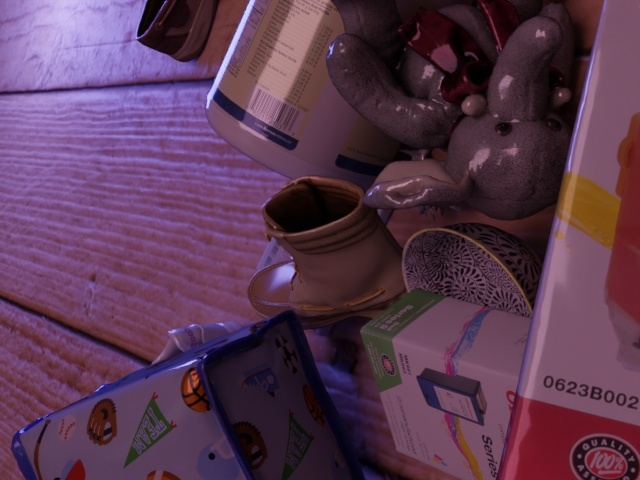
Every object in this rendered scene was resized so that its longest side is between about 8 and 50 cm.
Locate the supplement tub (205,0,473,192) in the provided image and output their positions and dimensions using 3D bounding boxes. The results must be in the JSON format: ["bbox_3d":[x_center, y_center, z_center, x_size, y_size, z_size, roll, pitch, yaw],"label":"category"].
[{"bbox_3d":[0.030,-0.239,1.053,0.235,0.235,0.324,44,114,46],"label":"supplement tub"}]

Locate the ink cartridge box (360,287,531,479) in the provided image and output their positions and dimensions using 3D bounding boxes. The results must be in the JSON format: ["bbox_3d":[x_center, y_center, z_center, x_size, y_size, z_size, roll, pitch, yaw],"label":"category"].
[{"bbox_3d":[0.154,0.147,0.864,0.212,0.093,0.154,12,126,49],"label":"ink cartridge box"}]

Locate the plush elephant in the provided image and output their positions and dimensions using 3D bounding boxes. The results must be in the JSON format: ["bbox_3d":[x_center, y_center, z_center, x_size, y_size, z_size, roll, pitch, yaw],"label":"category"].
[{"bbox_3d":[0.156,-0.131,0.862,0.255,0.272,0.330,-131,36,-58],"label":"plush elephant"}]

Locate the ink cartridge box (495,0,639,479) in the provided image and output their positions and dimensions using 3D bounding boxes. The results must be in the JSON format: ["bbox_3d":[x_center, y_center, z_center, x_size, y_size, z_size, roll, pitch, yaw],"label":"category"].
[{"bbox_3d":[0.294,0.034,0.631,0.279,0.160,0.384,12,89,15],"label":"ink cartridge box"}]

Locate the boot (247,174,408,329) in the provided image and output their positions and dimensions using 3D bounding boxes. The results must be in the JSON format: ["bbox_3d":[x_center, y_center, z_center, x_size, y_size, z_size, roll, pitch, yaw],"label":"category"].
[{"bbox_3d":[-0.015,0.017,1.027,0.262,0.203,0.095,-2,57,37],"label":"boot"}]

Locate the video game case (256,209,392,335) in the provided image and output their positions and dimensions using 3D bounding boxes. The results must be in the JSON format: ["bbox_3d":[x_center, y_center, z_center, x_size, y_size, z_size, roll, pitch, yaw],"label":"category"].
[{"bbox_3d":[0.000,0.000,1.193,0.173,0.022,0.190,43,112,47],"label":"video game case"}]

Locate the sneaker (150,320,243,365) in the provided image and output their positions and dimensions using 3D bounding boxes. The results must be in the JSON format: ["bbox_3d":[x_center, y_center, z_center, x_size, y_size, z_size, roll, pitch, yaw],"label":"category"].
[{"bbox_3d":[-0.214,0.241,1.276,0.114,0.152,0.305,36,108,40],"label":"sneaker"}]

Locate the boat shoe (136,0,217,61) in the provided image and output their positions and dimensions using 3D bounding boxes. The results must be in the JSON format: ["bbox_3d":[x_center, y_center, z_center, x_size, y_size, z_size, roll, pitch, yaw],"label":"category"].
[{"bbox_3d":[-0.226,-0.475,1.507,0.123,0.123,0.342,24,98,50],"label":"boat shoe"}]

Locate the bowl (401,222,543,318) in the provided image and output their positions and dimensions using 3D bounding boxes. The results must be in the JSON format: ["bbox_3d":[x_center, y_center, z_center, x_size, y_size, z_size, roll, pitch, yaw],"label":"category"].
[{"bbox_3d":[0.169,0.041,0.912,0.170,0.080,0.170,36,146,29],"label":"bowl"}]

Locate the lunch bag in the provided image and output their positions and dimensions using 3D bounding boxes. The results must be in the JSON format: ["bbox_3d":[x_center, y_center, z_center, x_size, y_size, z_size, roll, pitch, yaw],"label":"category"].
[{"bbox_3d":[-0.123,0.325,1.040,0.328,0.239,0.385,-23,91,31],"label":"lunch bag"}]
